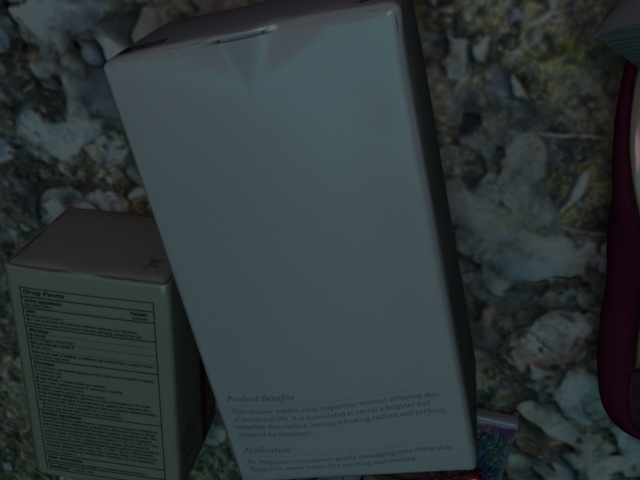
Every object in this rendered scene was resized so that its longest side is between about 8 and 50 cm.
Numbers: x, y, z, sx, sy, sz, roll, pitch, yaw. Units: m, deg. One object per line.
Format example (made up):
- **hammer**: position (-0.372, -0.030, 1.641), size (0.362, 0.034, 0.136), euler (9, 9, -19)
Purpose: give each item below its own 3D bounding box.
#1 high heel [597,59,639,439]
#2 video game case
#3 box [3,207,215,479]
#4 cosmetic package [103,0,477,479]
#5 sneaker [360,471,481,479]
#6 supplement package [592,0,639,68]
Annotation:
- **high heel**: position (0.267, -0.014, 0.647), size (0.127, 0.181, 0.378), euler (-1, 94, -6)
- **video game case**: position (0.109, 0.223, 0.817), size (0.157, 0.019, 0.143), euler (12, 117, 6)
- **box**: position (-0.187, 0.102, 0.753), size (0.148, 0.127, 0.232), euler (7, 117, 8)
- **cosmetic package**: position (0.000, 0.000, 0.654), size (0.217, 0.156, 0.385), euler (-6, 114, 13)
- **sneaker**: position (0.121, 0.255, 0.795), size (0.161, 0.057, 0.075), euler (26, 101, -1)
- **supplement package**: position (0.314, -0.189, 0.432), size (0.145, 0.204, 0.262), euler (34, 97, -7)
